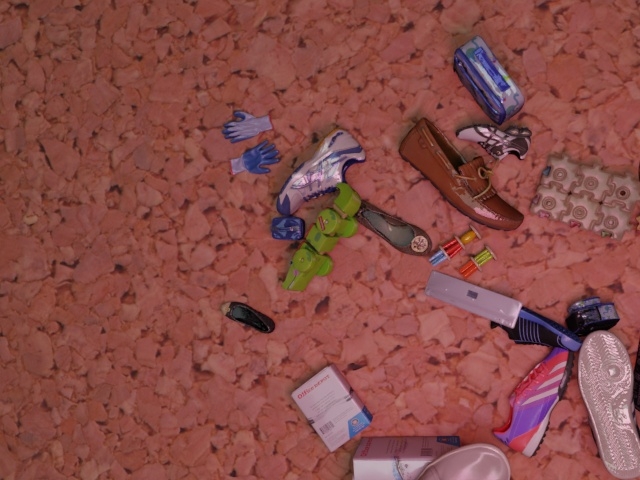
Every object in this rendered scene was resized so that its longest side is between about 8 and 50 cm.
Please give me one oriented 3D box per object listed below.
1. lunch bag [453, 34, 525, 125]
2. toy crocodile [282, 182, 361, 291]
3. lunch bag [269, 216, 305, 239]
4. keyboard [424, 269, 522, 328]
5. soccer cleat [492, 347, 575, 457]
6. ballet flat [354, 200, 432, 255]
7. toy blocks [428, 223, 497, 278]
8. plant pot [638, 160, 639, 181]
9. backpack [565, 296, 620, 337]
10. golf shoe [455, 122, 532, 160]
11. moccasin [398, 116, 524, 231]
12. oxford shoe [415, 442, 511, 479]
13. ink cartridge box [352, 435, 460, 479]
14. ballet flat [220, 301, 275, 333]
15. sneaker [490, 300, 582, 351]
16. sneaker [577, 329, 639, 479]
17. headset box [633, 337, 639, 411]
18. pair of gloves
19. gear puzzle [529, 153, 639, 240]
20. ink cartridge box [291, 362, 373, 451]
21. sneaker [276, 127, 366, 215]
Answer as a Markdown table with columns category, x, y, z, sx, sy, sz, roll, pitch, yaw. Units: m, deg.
| category | x | y | z | sx | sy | sz | roll | pitch | yaw |
| --- | --- | --- | --- | --- | --- | --- | --- | --- | --- |
| lunch bag | 0.433 | -0.413 | 1.587 | 0.090 | 0.176 | 0.219 | -35 | 83 | 8 |
| toy crocodile | 0.000 | 0.000 | 1.679 | 0.105 | 0.115 | 0.341 | 44 | 110 | 32 |
| lunch bag | -0.096 | -0.034 | 1.736 | 0.098 | 0.065 | 0.067 | -1 | 88 | 11 |
| keyboard | 0.400 | 0.153 | 1.622 | 0.255 | 0.014 | 0.072 | 20 | 87 | 29 |
| soccer cleat | 0.554 | 0.393 | 1.577 | 0.116 | 0.108 | 0.319 | 23 | 95 | 15 |
| ballet flat | 0.193 | -0.035 | 1.682 | 0.249 | 0.058 | 0.084 | 33 | 95 | 10 |
| toy blocks | 0.379 | 0.047 | 1.645 | 0.148 | 0.054 | 0.123 | -36 | 81 | 8 |
| plant pot | 0.923 | -0.180 | 1.433 | 0.256 | 0.274 | 0.257 | 0 | 88 | 12 |
| backpack | 0.690 | 0.191 | 1.555 | 0.114 | 0.105 | 0.084 | -11 | 65 | 2 |
| golf shoe | 0.457 | -0.259 | 1.629 | 0.198 | 0.077 | 0.094 | 6 | 90 | 12 |
| moccasin | 0.384 | -0.174 | 1.607 | 0.380 | 0.139 | 0.147 | 47 | 123 | 17 |
| oxford shoe | 0.248 | 0.632 | 1.415 | 0.449 | 0.130 | 0.169 | -35 | 81 | 8 |
| ink cartridge box | 0.231 | 0.630 | 1.584 | 0.269 | 0.198 | 0.197 | -4 | 88 | 12 |
| ballet flat | -0.209 | 0.218 | 1.759 | 0.173 | 0.049 | 0.058 | 20 | 91 | 11 |
| sneaker | 0.548 | 0.237 | 1.572 | 0.232 | 0.081 | 0.091 | 30 | 106 | 37 |
| sneaker | 0.715 | 0.399 | 1.525 | 0.131 | 0.148 | 0.351 | -7 | 81 | 19 |
| headset box | 0.847 | 0.283 | 1.462 | 0.110 | 0.218 | 0.294 | 9 | 90 | 10 |
| pair of gloves | -0.205 | -0.286 | 1.788 | 0.159 | 0.023 | 0.198 | -13 | 87 | 10 |
| gear puzzle | 0.730 | -0.099 | 1.578 | 0.338 | 0.044 | 0.176 | 20 | 100 | 15 |
| ink cartridge box | 0.033 | 0.456 | 1.687 | 0.139 | 0.082 | 0.191 | -38 | 80 | 7 |
| sneaker | 0.003 | -0.168 | 1.699 | 0.131 | 0.112 | 0.296 | 42 | 97 | 8 |
